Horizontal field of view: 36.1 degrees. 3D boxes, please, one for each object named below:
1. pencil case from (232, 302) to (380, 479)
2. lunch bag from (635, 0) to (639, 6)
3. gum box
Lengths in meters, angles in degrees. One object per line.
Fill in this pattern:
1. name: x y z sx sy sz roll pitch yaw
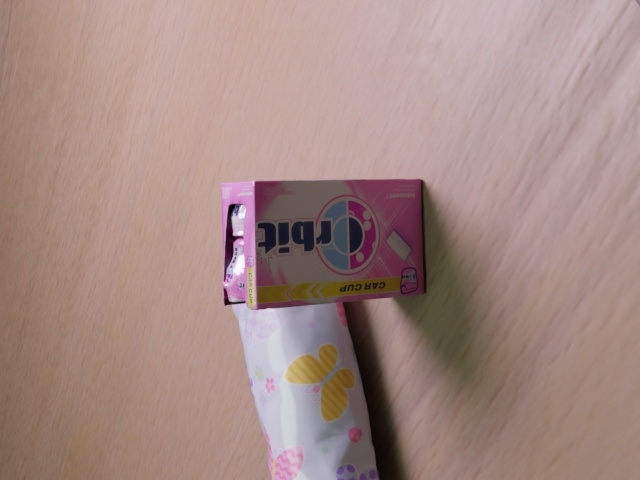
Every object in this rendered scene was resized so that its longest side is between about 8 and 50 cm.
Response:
1. pencil case: -0.016 0.150 0.977 0.124 0.113 0.273 138 122 -60
2. lunch bag: 0.261 -0.149 0.408 0.305 0.212 0.256 -122 8 -55
3. gum box: 0.000 0.000 0.868 0.062 0.188 0.107 1 93 57
